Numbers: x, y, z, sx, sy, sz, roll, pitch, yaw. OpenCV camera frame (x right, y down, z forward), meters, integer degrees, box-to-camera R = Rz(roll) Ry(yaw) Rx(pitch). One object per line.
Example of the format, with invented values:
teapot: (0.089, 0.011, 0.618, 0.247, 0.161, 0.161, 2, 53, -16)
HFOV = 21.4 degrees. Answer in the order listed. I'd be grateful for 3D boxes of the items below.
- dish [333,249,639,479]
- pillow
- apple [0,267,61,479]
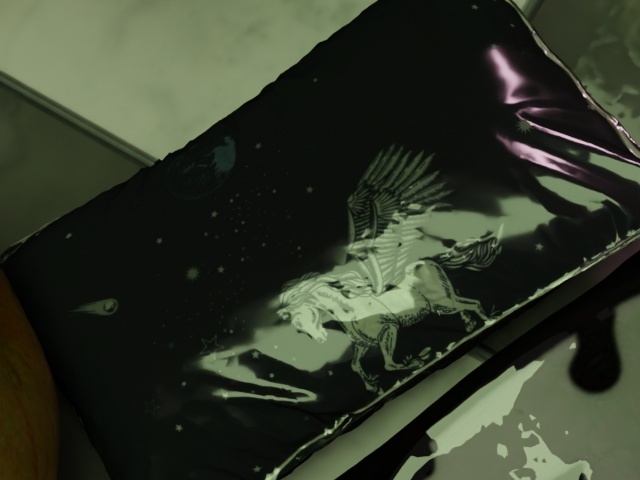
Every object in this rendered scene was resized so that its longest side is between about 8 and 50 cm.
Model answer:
dish: (0.094, 0.112, 0.433, 0.303, 0.303, 0.120, -39, 102, 0)
pillow: (0.000, 0.000, 0.565, 0.208, 0.055, 0.141, -36, 59, 1)
apple: (-0.170, 0.058, 0.524, 0.155, 0.182, 0.182, -36, 69, 18)
